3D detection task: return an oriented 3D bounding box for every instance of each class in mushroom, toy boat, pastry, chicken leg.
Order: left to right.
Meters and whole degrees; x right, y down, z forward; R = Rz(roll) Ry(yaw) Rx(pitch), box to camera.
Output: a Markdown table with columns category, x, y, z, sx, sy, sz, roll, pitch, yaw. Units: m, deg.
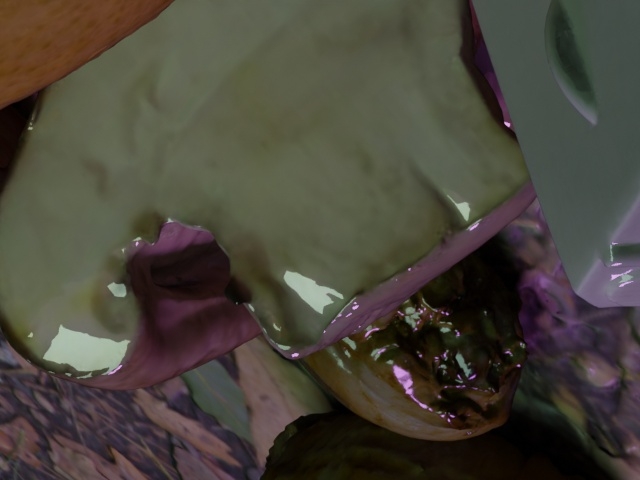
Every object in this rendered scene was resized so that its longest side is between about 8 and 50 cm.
| category | x | y | z | sx | sy | sz | roll | pitch | yaw |
| --- | --- | --- | --- | --- | --- | --- | --- | --- | --- |
| chicken leg | 0.000 | 0.000 | 0.829 | 0.228 | 0.088 | 0.103 | 44 | 158 | 9 |
| mushroom | 0.022 | -0.047 | 0.663 | 0.286 | 0.151 | 0.156 | -35 | 70 | 17 |
| pastry | 0.063 | 0.171 | 0.936 | 0.229 | 0.100 | 0.218 | 27 | 149 | 15 |
| toy boat | 0.096 | -0.120 | 0.489 | 0.141 | 0.269 | 0.141 | 1 | 152 | 1 |

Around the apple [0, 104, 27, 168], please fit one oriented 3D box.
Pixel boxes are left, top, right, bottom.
| category | x | y | z | sx | sy | sz | roll | pitch | yaw |
| --- | --- | --- | --- | --- | --- | --- | --- | --- | --- |
| apple | -0.207 | -0.020 | 0.971 | 0.131 | 0.146 | 0.146 | 15 | 140 | 22 |

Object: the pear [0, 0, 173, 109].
| category | x | y | z | sx | sy | sz | roll | pitch | yaw |
| --- | --- | --- | --- | --- | --- | --- | --- | --- | --- |
| pear | -0.130 | -0.181 | 0.506 | 0.314 | 0.314 | 0.314 | 28 | 145 | 22 |
